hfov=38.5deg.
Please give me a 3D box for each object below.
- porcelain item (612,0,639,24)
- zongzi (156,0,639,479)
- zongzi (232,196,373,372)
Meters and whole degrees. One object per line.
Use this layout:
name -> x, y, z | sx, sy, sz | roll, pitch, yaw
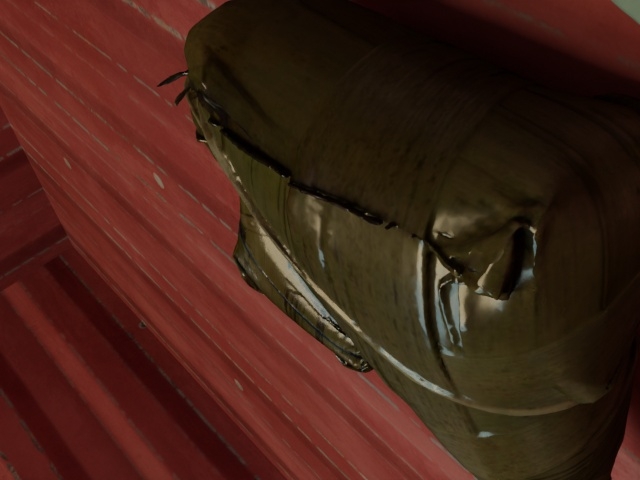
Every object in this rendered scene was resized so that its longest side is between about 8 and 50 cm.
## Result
porcelain item -> 0.194, -0.189, 0.293 | 0.281, 0.157, 0.286 | 46, 157, 18
zongzi -> 0.042, 0.027, 0.811 | 0.500, 0.218, 0.467 | 35, 142, 37
zongzi -> 0.000, 0.000, 1.079 | 0.260, 0.123, 0.289 | 40, 151, 25
